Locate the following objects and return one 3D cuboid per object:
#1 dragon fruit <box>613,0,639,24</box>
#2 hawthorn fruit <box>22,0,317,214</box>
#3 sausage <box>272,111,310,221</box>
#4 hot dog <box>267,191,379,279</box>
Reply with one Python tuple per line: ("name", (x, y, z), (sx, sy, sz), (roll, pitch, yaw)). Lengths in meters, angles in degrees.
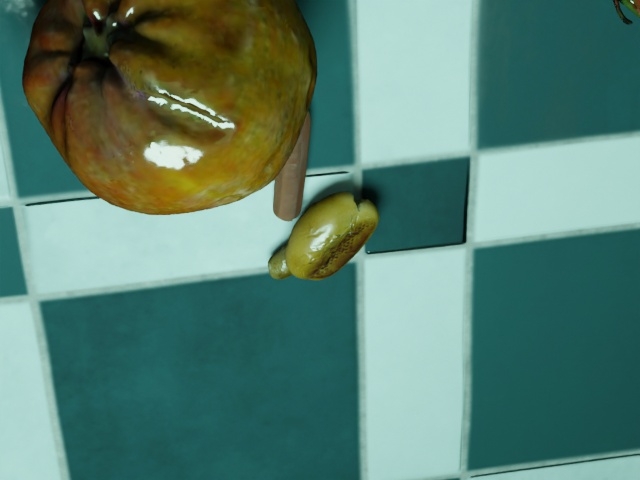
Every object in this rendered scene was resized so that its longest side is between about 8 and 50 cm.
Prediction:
("dragon fruit", (0.360, -0.292, 1.572), (0.293, 0.234, 0.234), (-2, 127, -15))
("hawthorn fruit", (-0.119, -0.155, 1.567), (0.277, 0.277, 0.298), (-40, 152, 18))
("sausage", (-0.031, -0.082, 1.769), (0.030, 0.035, 0.147), (-14, 133, -26))
("hot dog", (0.002, 0.000, 1.821), (0.090, 0.060, 0.140), (0, 134, -45))
